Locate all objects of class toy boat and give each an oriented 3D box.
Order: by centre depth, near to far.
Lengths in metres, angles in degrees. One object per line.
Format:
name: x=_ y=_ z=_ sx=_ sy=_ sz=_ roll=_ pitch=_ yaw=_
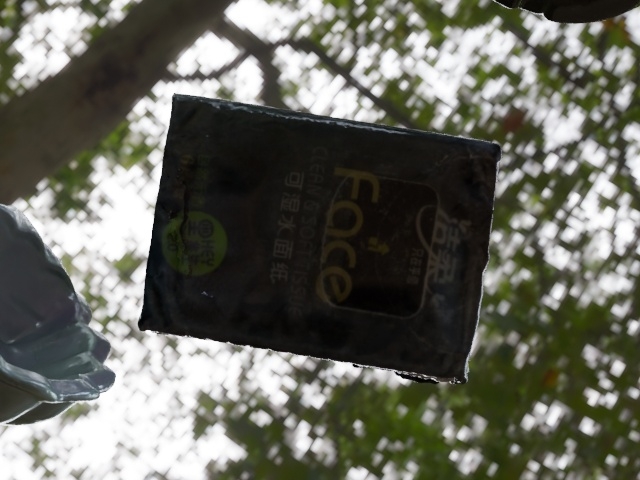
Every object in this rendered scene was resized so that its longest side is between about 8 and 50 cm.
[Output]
toy boat: x=-0.234 y=0.046 z=1.132 sx=0.199 sy=0.290 sz=0.100 roll=42 pitch=-80 yaw=-13

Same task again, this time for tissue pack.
tissue pack: x=0.000 y=0.000 z=1.204 sx=0.235 sy=0.173 sz=0.073 roll=10 pitch=-2 yaw=3

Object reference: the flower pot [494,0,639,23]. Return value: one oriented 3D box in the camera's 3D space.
flower pot: x=0.163 y=-0.231 z=1.096 sx=0.235 sy=0.140 sz=0.235 roll=13 pitch=-29 yaw=7
